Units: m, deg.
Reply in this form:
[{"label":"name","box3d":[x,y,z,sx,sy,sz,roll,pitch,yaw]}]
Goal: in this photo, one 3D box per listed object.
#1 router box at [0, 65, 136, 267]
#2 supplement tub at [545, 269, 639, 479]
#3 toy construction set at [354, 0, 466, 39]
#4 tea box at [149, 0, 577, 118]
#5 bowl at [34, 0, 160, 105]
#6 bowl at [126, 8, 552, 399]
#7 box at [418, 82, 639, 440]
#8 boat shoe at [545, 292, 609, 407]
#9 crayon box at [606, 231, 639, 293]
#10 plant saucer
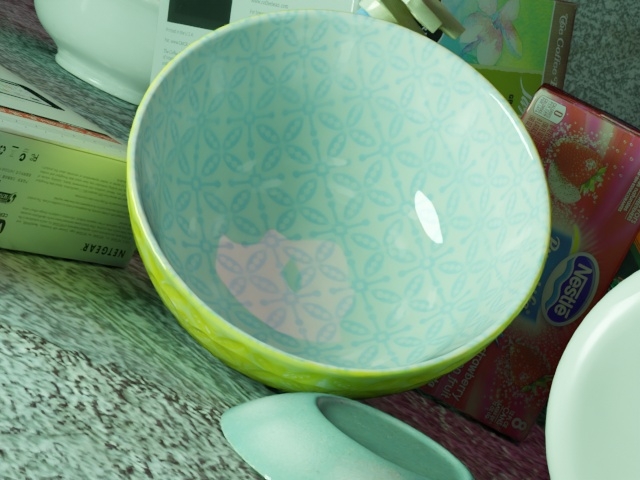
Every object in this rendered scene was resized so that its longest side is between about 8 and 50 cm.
[{"label":"router box","box3d":[-0.313,-0.099,1.226,0.301,0.082,0.335,32,10,29]},{"label":"supplement tub","box3d":[0.309,0.127,1.235,0.241,0.241,0.331,30,9,21]},{"label":"toy construction set","box3d":[0.005,-0.078,1.396,0.215,0.328,0.151,47,18,5]},{"label":"tea box","box3d":[0.041,-0.185,1.924,0.323,0.220,0.329,-1,13,-40]},{"label":"bowl","box3d":[-0.232,-0.249,2.171,0.298,0.134,0.298,26,9,-5]},{"label":"bowl","box3d":[0.000,0.000,1.236,0.289,0.289,0.156,28,-34,4]},{"label":"box","box3d":[0.169,0.014,1.420,0.122,0.257,0.128,28,9,4]},{"label":"boat shoe","box3d":[0.314,0.149,1.581,0.324,0.122,0.120,18,52,-23]},{"label":"crayon box","box3d":[0.484,0.108,2.236,0.278,0.081,0.165,28,29,5]},{"label":"plant saucer","box3d":[0.035,0.133,1.059,0.195,0.037,0.195,26,9,-4]}]
